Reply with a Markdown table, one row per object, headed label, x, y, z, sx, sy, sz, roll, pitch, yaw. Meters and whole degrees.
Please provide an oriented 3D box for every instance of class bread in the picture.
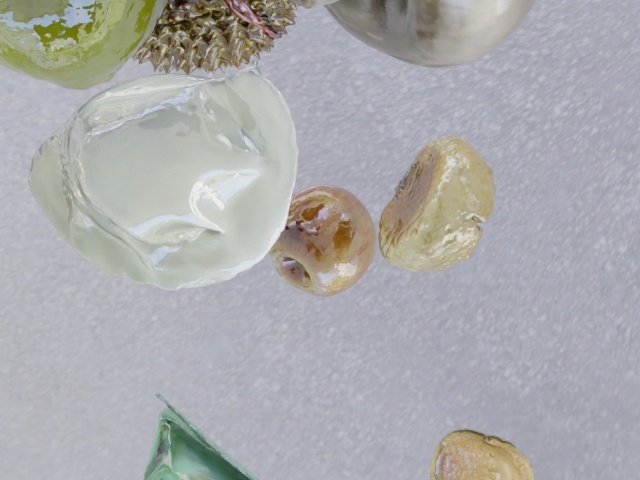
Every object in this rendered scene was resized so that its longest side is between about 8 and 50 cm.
| label | x | y | z | sx | sy | sz | roll | pitch | yaw |
| --- | --- | --- | --- | --- | --- | --- | --- | --- | --- |
| bread | 0.201 | -0.052 | 1.798 | 0.134 | 0.244 | 0.244 | 22 | 115 | -15 |
| bread | 0.160 | 0.235 | 1.054 | 0.110 | 0.110 | 0.024 | 32 | 148 | 11 |

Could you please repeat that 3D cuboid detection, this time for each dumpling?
| label | x | y | z | sx | sy | sz | roll | pitch | yaw |
| --- | --- | --- | --- | --- | --- | --- | --- | --- | --- |
| dumpling | -0.119 | -0.042 | 0.808 | 0.216 | 0.126 | 0.166 | -15 | 94 | 0 |

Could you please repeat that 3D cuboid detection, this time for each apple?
| label | x | y | z | sx | sy | sz | roll | pitch | yaw |
| --- | --- | --- | --- | --- | --- | --- | --- | --- | --- |
| apple | 0.000 | 0.000 | 2.030 | 0.211 | 0.188 | 0.211 | 30 | 146 | 24 |

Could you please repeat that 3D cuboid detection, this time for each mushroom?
| label | x | y | z | sx | sy | sz | roll | pitch | yaw |
| --- | --- | --- | --- | --- | --- | --- | --- | --- | --- |
| mushroom | 0.045 | -0.319 | 1.015 | 0.295 | 0.362 | 0.362 | -32 | 92 | -13 |

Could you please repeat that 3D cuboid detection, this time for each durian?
| label | x | y | z | sx | sy | sz | roll | pitch | yaw |
| --- | --- | --- | --- | --- | --- | --- | --- | --- | --- |
| durian | -0.200 | -0.426 | 1.724 | 0.384 | 0.347 | 0.347 | 2 | 106 | 8 |

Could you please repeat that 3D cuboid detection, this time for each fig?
| label | x | y | z | sx | sy | sz | roll | pitch | yaw |
| --- | --- | --- | --- | --- | --- | --- | --- | --- | --- |
| fig | -0.314 | -0.340 | 1.225 | 0.343 | 0.343 | 0.343 | 6 | 108 | 20 |

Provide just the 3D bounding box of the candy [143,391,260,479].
| label | x | y | z | sx | sy | sz | roll | pitch | yaw |
| --- | --- | --- | --- | --- | --- | --- | --- | --- | --- |
| candy | -0.191 | 0.409 | 1.195 | 0.263 | 0.172 | 0.398 | 29 | 75 | 22 |
